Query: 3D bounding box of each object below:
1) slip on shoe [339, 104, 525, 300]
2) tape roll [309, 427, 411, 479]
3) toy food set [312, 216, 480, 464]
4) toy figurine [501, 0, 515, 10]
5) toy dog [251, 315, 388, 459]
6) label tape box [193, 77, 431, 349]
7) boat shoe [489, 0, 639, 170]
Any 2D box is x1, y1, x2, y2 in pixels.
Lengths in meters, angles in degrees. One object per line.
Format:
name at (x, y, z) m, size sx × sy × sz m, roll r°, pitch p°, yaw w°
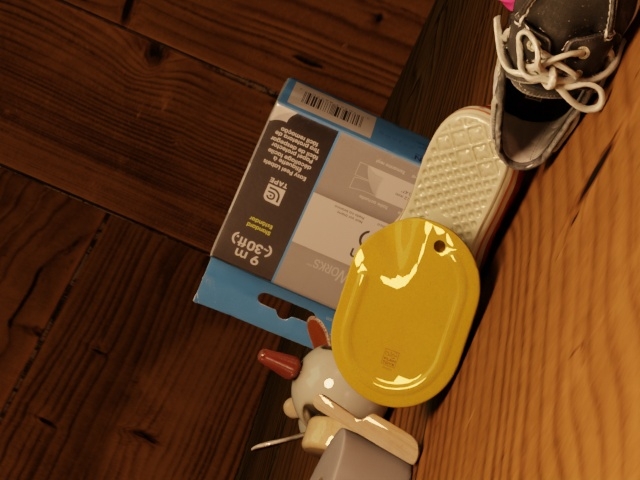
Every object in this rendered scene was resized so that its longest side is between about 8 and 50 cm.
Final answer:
slip on shoe at (0.117, 0.006, 1.704) m, size 0.101 × 0.123 × 0.331 m, roll -30°, pitch -30°, yaw -55°
tape roll at (0.011, 0.291, 1.635) m, size 0.219 × 0.072 × 0.219 m, roll -156°, pitch 90°, yaw -87°
toy food set at (0.081, 0.085, 1.626) m, size 0.071 × 0.128 × 0.217 m, roll -4°, pitch -66°, yaw -71°
toy figurine at (0.210, -0.298, 1.666) m, size 0.159 × 0.130 × 0.173 m, roll -61°, pitch 30°, yaw 3°
toy dog at (-0.011, 0.180, 1.961) m, size 0.333 × 0.161 × 0.220 m, roll 118°, pitch 174°, yaw -54°
label tape box at (0.000, 0.000, 2.232) m, size 0.115 × 0.249 × 0.347 m, roll -75°, pitch 9°, yaw -68°
boat shoe at (0.197, -0.162, 1.453) m, size 0.306 × 0.113 × 0.105 m, roll 114°, pitch 171°, yaw -61°
